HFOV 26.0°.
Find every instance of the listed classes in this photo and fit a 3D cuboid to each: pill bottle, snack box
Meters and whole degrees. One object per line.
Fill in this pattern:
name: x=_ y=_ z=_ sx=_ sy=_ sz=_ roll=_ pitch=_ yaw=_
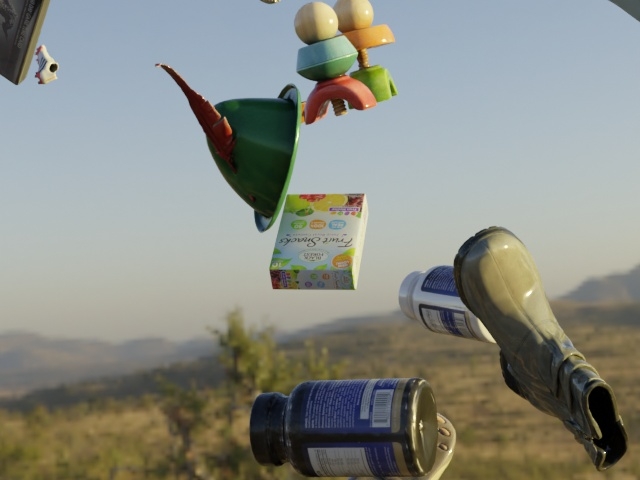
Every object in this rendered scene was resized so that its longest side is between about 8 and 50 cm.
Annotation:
pill bottle: x=0.183 y=0.081 z=1.847 sx=0.094 sy=0.094 sz=0.169 roll=-1 pitch=5 yaw=-36
snack box: x=0.000 y=0.000 z=1.650 sx=0.100 sy=0.037 sz=0.141 roll=-1 pitch=41 yaw=11
pill bottle: x=0.028 y=0.235 z=1.739 sx=0.219 sy=0.123 sz=0.123 roll=-3 pitch=-3 yaw=19

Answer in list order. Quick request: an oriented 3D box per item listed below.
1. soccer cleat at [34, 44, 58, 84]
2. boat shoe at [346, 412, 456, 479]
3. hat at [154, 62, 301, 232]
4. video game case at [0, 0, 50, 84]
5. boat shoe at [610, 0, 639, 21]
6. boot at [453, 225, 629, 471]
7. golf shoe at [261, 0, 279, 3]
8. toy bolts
soccer cleat: x=-0.426 y=-0.276 z=2.166 sx=0.035 sy=0.083 sz=0.029 roll=-13 pitch=-43 yaw=5
boat shoe: x=0.070 y=0.390 z=1.923 sx=0.132 sy=0.355 sz=0.130 roll=34 pitch=-30 yaw=21
hat: x=-0.131 y=-0.123 z=1.618 sx=0.183 sy=0.208 sz=0.173 roll=10 pitch=26 yaw=-15
video game case: x=-0.429 y=-0.318 z=1.565 sx=0.026 sy=0.274 sz=0.196 roll=-53 pitch=-3 yaw=-41
boat shoe: x=0.364 y=-0.329 z=1.693 sx=0.065 sy=0.183 sz=0.083 roll=-54 pitch=-5 yaw=36
boot: x=0.226 y=0.104 z=1.345 sx=0.083 sy=0.246 sz=0.161 roll=-35 pitch=37 yaw=-8
golf shoe: x=-0.117 y=-0.357 z=1.749 sx=0.069 sy=0.176 sz=0.086 roll=-48 pitch=2 yaw=-28
toy bolts: x=-0.006 y=-0.251 z=1.942 sx=0.218 sy=0.158 sz=0.228 roll=-14 pitch=7 yaw=9
